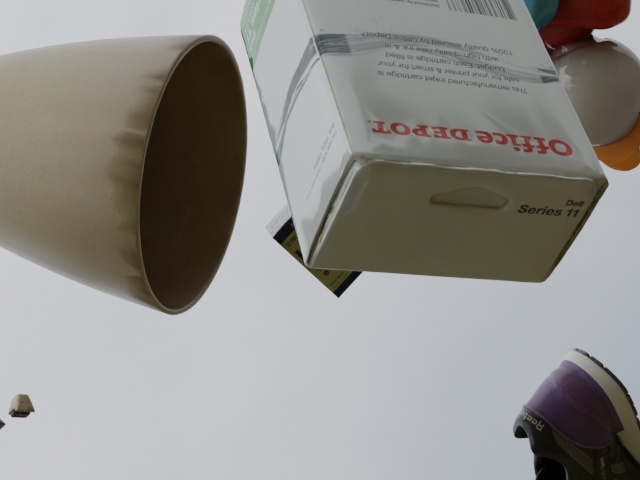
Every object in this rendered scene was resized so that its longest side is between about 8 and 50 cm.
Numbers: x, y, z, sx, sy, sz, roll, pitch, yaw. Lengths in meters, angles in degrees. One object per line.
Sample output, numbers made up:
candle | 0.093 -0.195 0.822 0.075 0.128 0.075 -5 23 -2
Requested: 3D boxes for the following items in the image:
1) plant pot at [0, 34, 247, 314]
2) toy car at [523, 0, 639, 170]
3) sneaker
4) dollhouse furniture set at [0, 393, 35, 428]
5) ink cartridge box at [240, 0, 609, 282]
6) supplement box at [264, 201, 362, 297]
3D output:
plant pot | -0.241 -0.077 1.430 0.256 0.274 0.256 8 -90 -74
toy car | 0.248 -0.172 1.565 0.219 0.210 0.238 -25 -87 -42
sneaker | 0.281 0.244 1.600 0.124 0.107 0.283 -42 -56 -12
dollhouse furniture set | -0.363 0.218 1.615 0.091 0.081 0.114 8 -32 -36
ink cartridge box | 0.051 -0.080 0.867 0.153 0.208 0.087 5 -46 -21
supplement box | 0.000 0.000 1.427 0.056 0.083 0.083 -47 11 0
